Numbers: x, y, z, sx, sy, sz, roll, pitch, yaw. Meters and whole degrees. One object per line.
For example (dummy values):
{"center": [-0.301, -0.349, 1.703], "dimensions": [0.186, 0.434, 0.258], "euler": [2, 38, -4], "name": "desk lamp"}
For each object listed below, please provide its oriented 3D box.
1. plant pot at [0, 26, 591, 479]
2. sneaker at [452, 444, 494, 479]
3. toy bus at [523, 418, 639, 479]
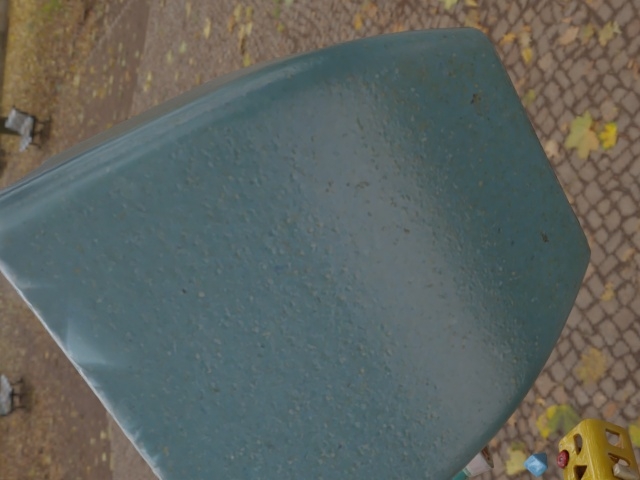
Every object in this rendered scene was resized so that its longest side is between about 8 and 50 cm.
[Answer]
{"center": [0.000, 0.000, 0.446], "dimensions": [0.247, 0.252, 0.248], "euler": [58, 176, -16], "name": "plant pot"}
{"center": [0.123, 0.195, 0.969], "dimensions": [0.121, 0.108, 0.302], "euler": [-29, 29, 11], "name": "sneaker"}
{"center": [0.440, 0.375, 1.136], "dimensions": [0.202, 0.191, 0.104], "euler": [49, 133, 25], "name": "toy bus"}
